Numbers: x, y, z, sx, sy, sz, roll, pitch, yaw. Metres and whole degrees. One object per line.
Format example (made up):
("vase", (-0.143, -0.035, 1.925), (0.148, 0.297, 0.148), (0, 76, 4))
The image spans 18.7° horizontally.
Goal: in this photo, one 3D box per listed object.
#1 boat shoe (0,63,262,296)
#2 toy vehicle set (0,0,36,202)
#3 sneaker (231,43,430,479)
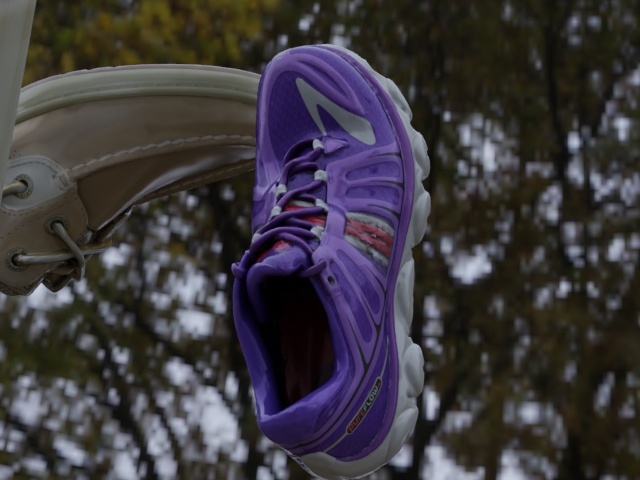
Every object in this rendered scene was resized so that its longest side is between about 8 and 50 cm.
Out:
("boat shoe", (-0.151, -0.016, 1.017), (0.302, 0.098, 0.109), (-13, -17, 17))
("toy vehicle set", (-0.148, -0.026, 0.407), (0.166, 0.035, 0.266), (15, -79, 15))
("sneaker", (0.000, 0.000, 0.702), (0.068, 0.169, 0.071), (-17, -27, 24))
